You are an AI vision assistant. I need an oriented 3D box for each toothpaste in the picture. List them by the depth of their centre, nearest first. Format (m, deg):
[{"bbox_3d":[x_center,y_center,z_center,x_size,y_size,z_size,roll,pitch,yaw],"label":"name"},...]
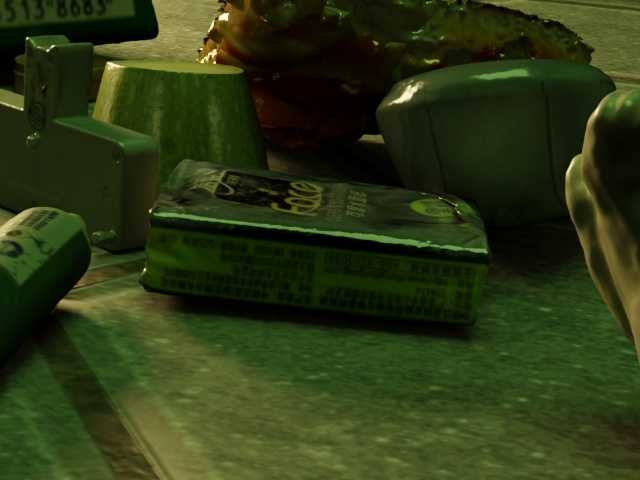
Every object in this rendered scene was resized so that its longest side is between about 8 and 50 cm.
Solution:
[{"bbox_3d":[-0.209,0.049,0.976,0.098,0.061,0.392,8,19,8],"label":"toothpaste"}]

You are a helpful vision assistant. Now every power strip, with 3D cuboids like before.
[{"bbox_3d":[-0.212,-0.086,1.284,0.215,0.145,0.061,18,19,40],"label":"power strip"}]

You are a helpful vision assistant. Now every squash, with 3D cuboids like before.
[{"bbox_3d":[-0.121,-0.088,1.385,0.170,0.123,0.170,3,10,-1],"label":"squash"}]

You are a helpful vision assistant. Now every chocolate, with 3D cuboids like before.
[{"bbox_3d":[-0.430,-0.300,1.910,0.341,0.161,0.360,10,16,36],"label":"chocolate"}]

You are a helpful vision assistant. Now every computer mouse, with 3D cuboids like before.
[{"bbox_3d":[0.153,-0.069,1.359,0.188,0.122,0.371,-3,-2,11],"label":"computer mouse"}]

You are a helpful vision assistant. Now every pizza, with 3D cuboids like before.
[{"bbox_3d":[0.001,-0.156,1.491,0.440,0.130,0.406,-1,-9,24],"label":"pizza"}]

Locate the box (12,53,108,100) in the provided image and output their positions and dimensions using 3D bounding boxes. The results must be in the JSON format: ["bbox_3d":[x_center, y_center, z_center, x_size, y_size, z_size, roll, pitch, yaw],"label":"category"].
[{"bbox_3d":[-0.281,-0.178,1.779,0.105,0.037,0.105,5,15,-1],"label":"box"}]

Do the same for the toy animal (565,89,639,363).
[{"bbox_3d":[0.255,0.059,0.859,0.308,0.188,0.266,37,-26,-11],"label":"toy animal"}]

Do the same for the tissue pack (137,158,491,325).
[{"bbox_3d":[0.000,0.000,1.178,0.235,0.073,0.173,7,15,2],"label":"tissue pack"}]
